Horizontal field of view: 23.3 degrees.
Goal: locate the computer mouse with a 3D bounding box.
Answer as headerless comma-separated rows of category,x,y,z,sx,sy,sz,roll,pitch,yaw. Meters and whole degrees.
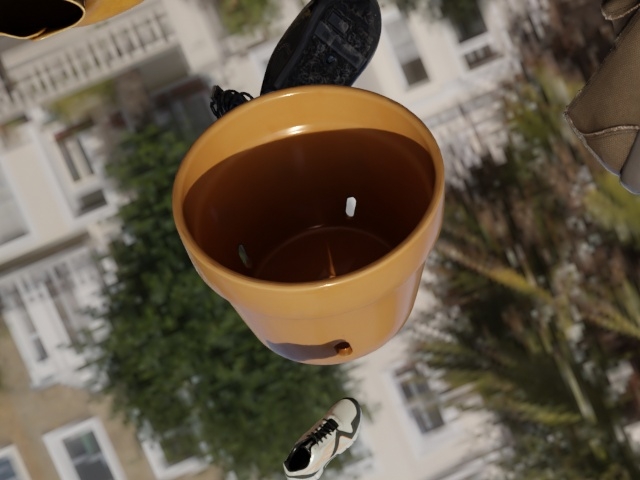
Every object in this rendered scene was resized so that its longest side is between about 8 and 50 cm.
computer mouse,-0.024,-0.228,2.074,0.272,0.188,0.072,-55,-145,-8

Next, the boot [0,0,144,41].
boot,-0.321,-0.305,1.985,0.295,0.104,0.211,-12,-160,-22

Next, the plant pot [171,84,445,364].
plant pot,0.000,0.000,1.711,0.290,0.203,0.291,-6,-130,7

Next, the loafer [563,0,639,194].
loafer,0.302,-0.217,1.341,0.130,0.366,0.134,30,-153,20

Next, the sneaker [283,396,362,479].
sneaker,0.003,0.203,1.574,0.109,0.040,0.044,-53,152,-12
